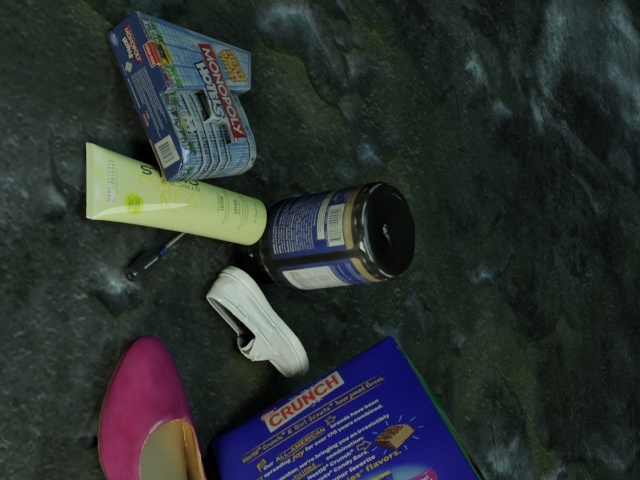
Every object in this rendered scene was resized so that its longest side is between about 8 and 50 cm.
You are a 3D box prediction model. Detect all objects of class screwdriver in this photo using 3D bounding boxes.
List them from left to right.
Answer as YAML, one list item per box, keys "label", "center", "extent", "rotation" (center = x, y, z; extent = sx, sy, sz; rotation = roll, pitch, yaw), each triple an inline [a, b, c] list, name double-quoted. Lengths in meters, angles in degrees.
- label: "screwdriver"
  center: [-0.178, 0.006, 1.169]
  extent: [0.025, 0.024, 0.170]
  rotation: [47, 39, 4]

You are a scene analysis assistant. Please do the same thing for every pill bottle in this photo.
- label: "pill bottle"
  center: [0.000, 0.000, 1.238]
  extent: [0.122, 0.219, 0.123]
  rotation: [13, 73, -51]

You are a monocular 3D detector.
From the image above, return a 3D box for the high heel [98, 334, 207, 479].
- label: "high heel"
  center: [-0.130, 0.286, 1.041]
  extent: [0.127, 0.181, 0.378]
  rotation: [-6, 88, -53]

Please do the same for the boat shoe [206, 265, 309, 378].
- label: "boat shoe"
  center: [-0.081, 0.119, 1.242]
  extent: [0.063, 0.066, 0.184]
  rotation: [-48, 124, -29]

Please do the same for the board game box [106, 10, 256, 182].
- label: "board game box"
  center: [-0.142, -0.176, 1.190]
  extent: [0.194, 0.060, 0.194]
  rotation: [-15, 80, -56]

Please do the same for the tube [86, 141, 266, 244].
- label: "tube"
  center: [-0.172, -0.044, 1.152]
  extent: [0.240, 0.070, 0.062]
  rotation: [15, 110, -41]

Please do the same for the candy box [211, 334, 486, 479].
- label: "candy box"
  center: [0.042, 0.289, 1.089]
  extent: [0.122, 0.268, 0.317]
  rotation: [58, 2, -34]
